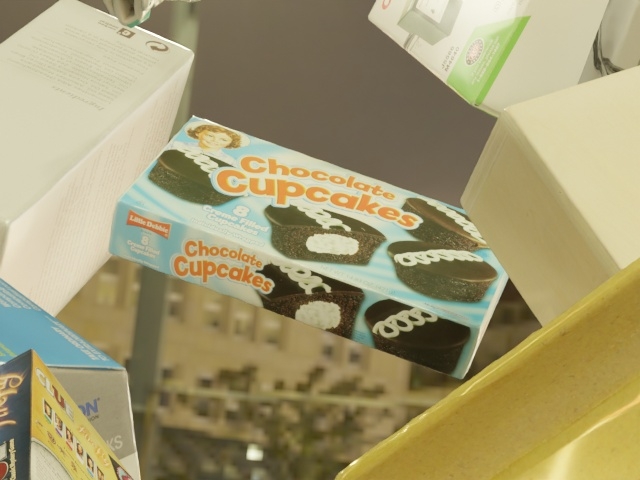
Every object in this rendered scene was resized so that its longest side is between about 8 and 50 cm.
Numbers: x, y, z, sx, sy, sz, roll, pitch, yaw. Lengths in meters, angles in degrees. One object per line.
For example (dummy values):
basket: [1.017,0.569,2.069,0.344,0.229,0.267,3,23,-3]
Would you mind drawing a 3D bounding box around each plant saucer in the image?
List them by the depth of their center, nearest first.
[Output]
plant saucer: [0.215,0.205,1.139,0.333,0.333,0.081,-37,-26,15]

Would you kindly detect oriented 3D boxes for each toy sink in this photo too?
toy sink: [0.236,0.007,1.362,0.152,0.234,0.131,-19,-29,-27]

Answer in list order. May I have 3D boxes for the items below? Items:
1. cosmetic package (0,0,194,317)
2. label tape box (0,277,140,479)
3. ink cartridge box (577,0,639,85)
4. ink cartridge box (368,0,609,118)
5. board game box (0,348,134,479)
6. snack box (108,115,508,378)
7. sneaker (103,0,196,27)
cosmetic package: [-0.299,-0.046,1.805,0.161,0.230,0.453,24,30,7]
label tape box: [-0.235,0.115,1.341,0.106,0.334,0.240,-22,32,-30]
ink cartridge box: [0.352,-0.128,1.720,0.211,0.121,0.289,15,-60,-3]
ink cartridge box: [0.187,-0.257,1.959,0.114,0.198,0.273,21,15,-32]
board game box: [-0.114,0.198,1.049,0.042,0.165,0.243,-29,-63,7]
snack box: [0.000,0.000,1.595,0.322,0.060,0.187,19,30,8]
sneaker: [-0.147,-0.216,1.516,0.080,0.094,0.212,-7,-12,19]
